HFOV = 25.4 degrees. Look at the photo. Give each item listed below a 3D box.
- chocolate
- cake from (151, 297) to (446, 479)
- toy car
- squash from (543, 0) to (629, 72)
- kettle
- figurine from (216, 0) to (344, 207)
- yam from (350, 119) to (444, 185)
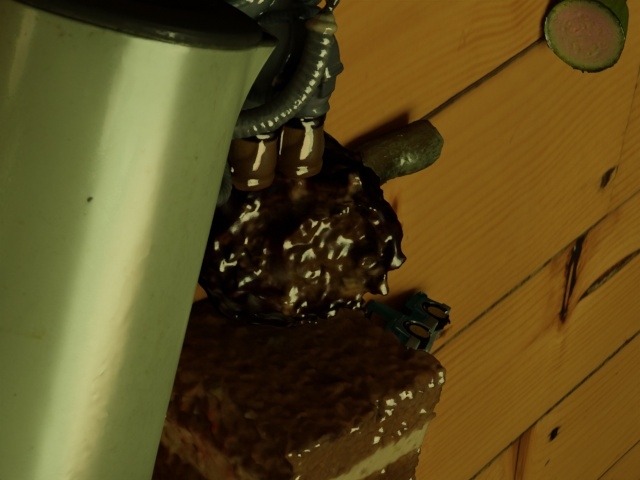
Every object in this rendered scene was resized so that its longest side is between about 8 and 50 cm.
[{"bbox_3d":[0.000,0.000,1.390,0.206,0.177,0.224,-42,122,-24],"label":"chocolate"},{"bbox_3d":[-0.054,0.222,1.552,0.282,0.256,0.290,-21,134,-42],"label":"cake"},{"bbox_3d":[0.098,0.129,1.844,0.097,0.100,0.191,-66,168,22],"label":"toy car"},{"bbox_3d":[0.348,-0.285,1.769,0.132,0.105,0.105,-52,157,-43],"label":"squash"},{"bbox_3d":[-0.248,-0.023,1.010,0.361,0.250,0.376,13,107,-16],"label":"kettle"},{"bbox_3d":[-0.032,-0.239,1.161,0.261,0.186,0.382,-28,138,-46],"label":"figurine"},{"bbox_3d":[0.034,-0.067,1.562,0.253,0.061,0.061,-28,143,-35],"label":"yam"}]
